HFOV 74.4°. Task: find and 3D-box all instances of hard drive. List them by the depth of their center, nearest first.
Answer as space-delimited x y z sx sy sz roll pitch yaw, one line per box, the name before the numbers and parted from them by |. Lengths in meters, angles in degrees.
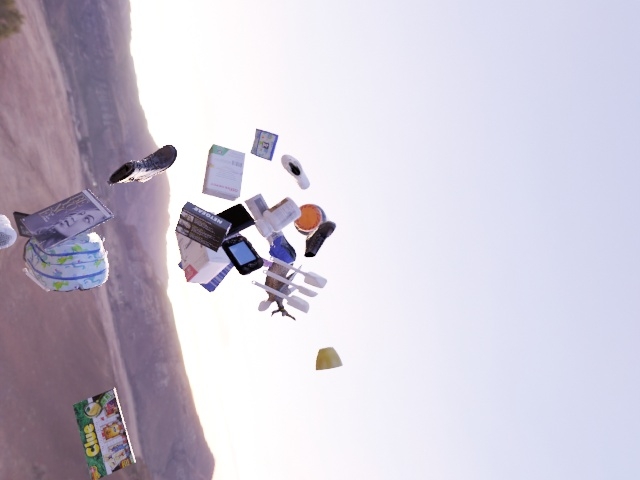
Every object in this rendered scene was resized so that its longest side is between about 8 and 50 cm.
hard drive | -1.401 -0.071 2.013 0.022 0.094 0.135 -80 -177 -52

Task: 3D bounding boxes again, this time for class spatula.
spatula | -0.114 0.152 1.533 0.242 0.168 0.019 23 -32 16

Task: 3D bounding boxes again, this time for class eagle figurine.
eagle figurine | -0.204 0.250 2.255 0.225 0.226 0.298 -40 134 -69

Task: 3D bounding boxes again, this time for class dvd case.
dvd case | -0.809 -0.072 1.352 0.164 0.221 0.018 38 -35 23

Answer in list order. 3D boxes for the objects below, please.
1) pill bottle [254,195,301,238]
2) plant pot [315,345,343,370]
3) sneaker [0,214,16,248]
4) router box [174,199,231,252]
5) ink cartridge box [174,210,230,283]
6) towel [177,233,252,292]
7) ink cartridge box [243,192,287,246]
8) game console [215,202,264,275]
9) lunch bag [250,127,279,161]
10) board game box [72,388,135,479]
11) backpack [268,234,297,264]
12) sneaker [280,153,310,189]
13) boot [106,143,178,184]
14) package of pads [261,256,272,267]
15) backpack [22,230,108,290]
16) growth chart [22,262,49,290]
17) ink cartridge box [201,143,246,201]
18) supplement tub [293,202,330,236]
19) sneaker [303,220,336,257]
pill bottle | -0.226 -0.117 2.192 0.131 0.229 0.131 47 -17 19
plant pot | 0.033 0.554 1.994 0.134 0.134 0.095 146 -64 -65
sneaker | -0.960 -0.019 1.129 0.115 0.232 0.090 47 -49 35
router box | -0.432 -0.049 1.547 0.133 0.179 0.046 -56 -171 39
ink cartridge box | -0.551 0.028 1.943 0.207 0.117 0.283 -39 -119 32
towel | -0.544 0.074 2.179 0.243 0.336 0.040 38 -11 4
ink cartridge box | -0.356 -0.111 2.470 0.308 0.091 0.385 61 -20 -11
game console | -0.327 -0.001 1.655 0.361 0.213 0.044 48 -20 36
lunch bag | -0.253 -0.444 1.964 0.151 0.096 0.128 32 -69 45
board game box | -0.738 0.658 1.437 0.259 0.136 0.030 66 -22 14
backpack | -0.168 0.053 1.896 0.120 0.101 0.098 49 26 -25
sneaker | -0.167 -0.450 2.521 0.292 0.108 0.169 53 -2 28
boot | -0.732 -0.310 1.755 0.091 0.263 0.229 53 6 -8
package of pads | -0.281 0.103 2.049 0.083 0.050 0.031 22 -75 25
backpack | -0.981 0.074 1.655 0.355 0.290 0.273 44 -58 43
growth chart | -1.227 0.118 1.912 0.172 0.237 0.021 52 11 -6
ink cartridge box | -0.424 -0.294 1.852 0.093 0.154 0.212 -24 -122 57
supplement tub | -0.051 -0.110 2.614 0.338 0.207 0.207 45 30 -77
sneaker | 0.000 0.000 2.040 0.222 0.083 0.118 -41 -149 42
